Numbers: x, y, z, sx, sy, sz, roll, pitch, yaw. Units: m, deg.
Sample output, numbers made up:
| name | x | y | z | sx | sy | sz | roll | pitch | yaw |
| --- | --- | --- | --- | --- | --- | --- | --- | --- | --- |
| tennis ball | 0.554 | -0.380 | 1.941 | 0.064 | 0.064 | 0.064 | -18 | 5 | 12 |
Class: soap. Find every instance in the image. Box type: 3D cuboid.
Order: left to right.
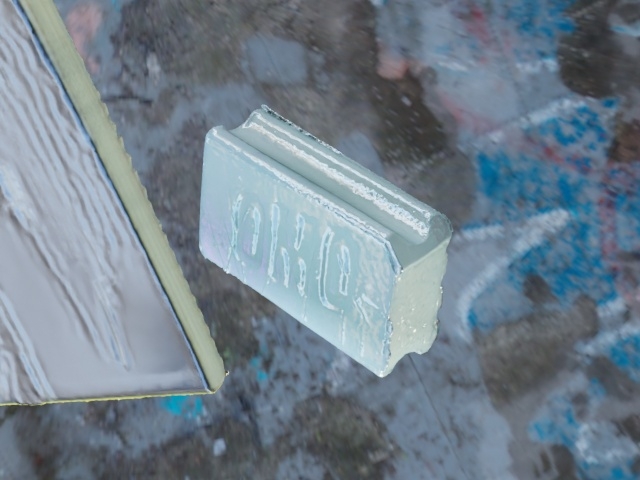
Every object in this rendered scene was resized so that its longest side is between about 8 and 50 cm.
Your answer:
| name | x | y | z | sx | sy | sz | roll | pitch | yaw |
| --- | --- | --- | --- | --- | --- | --- | --- | --- | --- |
| soap | 0.000 | 0.000 | 1.327 | 0.094 | 0.261 | 0.150 | -28 | 136 | -35 |

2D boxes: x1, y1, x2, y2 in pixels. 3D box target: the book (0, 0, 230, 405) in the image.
| name | x | y | z | sx | sy | sz | roll | pitch | yaw |
| --- | --- | --- | --- | --- | --- | --- | --- | --- | --- |
| book | -0.252 | -0.006 | 0.917 | 0.374 | 0.028 | 0.262 | -8 | 116 | 36 |
